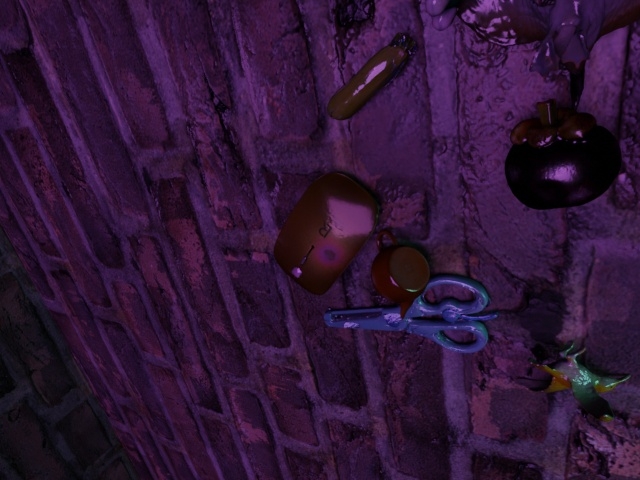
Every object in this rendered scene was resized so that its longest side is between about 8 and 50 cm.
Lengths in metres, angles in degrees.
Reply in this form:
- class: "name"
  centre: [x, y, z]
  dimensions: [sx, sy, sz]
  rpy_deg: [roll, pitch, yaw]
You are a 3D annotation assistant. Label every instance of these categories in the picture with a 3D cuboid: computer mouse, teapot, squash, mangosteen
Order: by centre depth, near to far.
- class: "mangosteen"
  centre: [0.318, -0.117, 0.539]
  dimensions: [0.137, 0.137, 0.151]
  rpy_deg: [-9, 119, 34]
- class: "squash"
  centre: [0.078, -0.260, 0.659]
  dimensions: [0.183, 0.052, 0.052]
  rpy_deg: [-33, 96, 36]
- class: "teapot"
  centre: [0.143, 0.063, 0.774]
  dimensions: [0.116, 0.116, 0.173]
  rpy_deg: [-28, 73, 39]
- class: "computer mouse"
  centre: [0.000, 0.000, 0.839]
  dimensions: [0.158, 0.072, 0.310]
  rpy_deg: [41, 130, 7]

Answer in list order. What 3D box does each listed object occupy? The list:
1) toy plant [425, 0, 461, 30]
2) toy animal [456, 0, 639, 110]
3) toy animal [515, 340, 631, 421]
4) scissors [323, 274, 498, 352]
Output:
- class: "toy plant"
  centre: [0.141, -0.375, 0.425]
  dimensions: [0.113, 0.243, 0.232]
  rpy_deg: [13, 95, 25]
- class: "toy animal"
  centre: [0.294, -0.242, 0.488]
  dimensions: [0.273, 0.160, 0.197]
  rpy_deg: [7, 122, 36]
- class: "toy animal"
  centre: [0.449, 0.226, 0.688]
  dimensions: [0.155, 0.219, 0.095]
  rpy_deg: [-21, 87, 0]
- class: "scissors"
  centre: [0.167, 0.161, 0.853]
  dimensions: [0.393, 0.032, 0.180]
  rpy_deg: [-8, 111, 34]
